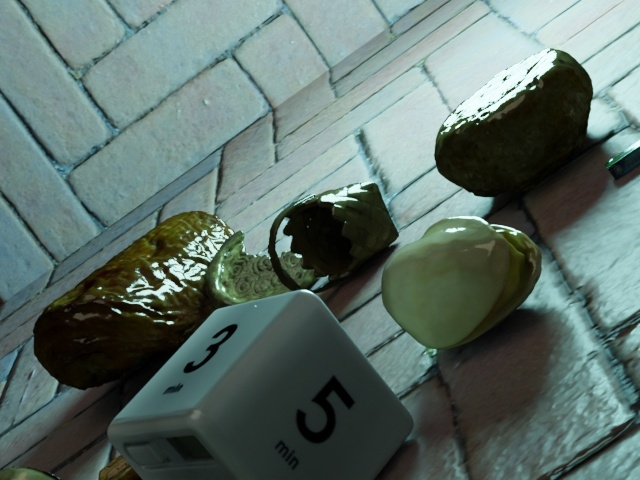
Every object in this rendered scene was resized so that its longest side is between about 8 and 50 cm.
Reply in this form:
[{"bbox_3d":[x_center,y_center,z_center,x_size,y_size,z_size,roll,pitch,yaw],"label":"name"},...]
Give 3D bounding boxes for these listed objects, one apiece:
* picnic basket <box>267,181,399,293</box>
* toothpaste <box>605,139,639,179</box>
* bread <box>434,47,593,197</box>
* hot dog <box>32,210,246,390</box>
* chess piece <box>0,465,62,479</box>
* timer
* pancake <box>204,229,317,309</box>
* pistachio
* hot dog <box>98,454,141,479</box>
[{"bbox_3d":[0.000,0.000,2.045,0.178,0.128,0.137,-36,10,-34],"label":"picnic basket"},{"bbox_3d":[0.370,-0.103,1.737,0.083,0.020,0.017,-35,18,8],"label":"toothpaste"},{"bbox_3d":[0.256,-0.146,1.927,0.230,0.123,0.230,-38,11,9],"label":"bread"},{"bbox_3d":[-0.267,0.097,2.297,0.267,0.174,0.387,-21,12,38],"label":"hot dog"},{"bbox_3d":[-0.389,0.419,1.750,0.137,0.137,0.301,-23,31,41],"label":"chess piece"},{"bbox_3d":[-0.060,0.189,1.503,0.195,0.194,0.192,-47,18,-32],"label":"timer"},{"bbox_3d":[-0.083,0.041,2.184,0.190,0.020,0.184,-12,42,16],"label":"pancake"},{"bbox_3d":[0.154,0.049,1.614,0.200,0.117,0.145,-9,69,46],"label":"pistachio"},{"bbox_3d":[-0.221,0.274,1.910,0.144,0.038,0.062,-37,12,-8],"label":"hot dog"}]
